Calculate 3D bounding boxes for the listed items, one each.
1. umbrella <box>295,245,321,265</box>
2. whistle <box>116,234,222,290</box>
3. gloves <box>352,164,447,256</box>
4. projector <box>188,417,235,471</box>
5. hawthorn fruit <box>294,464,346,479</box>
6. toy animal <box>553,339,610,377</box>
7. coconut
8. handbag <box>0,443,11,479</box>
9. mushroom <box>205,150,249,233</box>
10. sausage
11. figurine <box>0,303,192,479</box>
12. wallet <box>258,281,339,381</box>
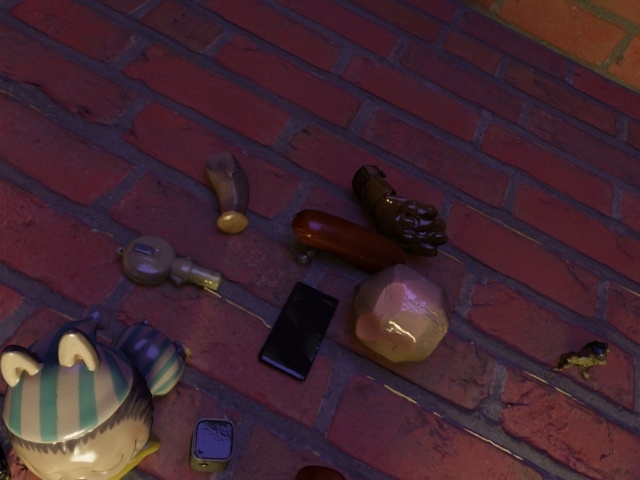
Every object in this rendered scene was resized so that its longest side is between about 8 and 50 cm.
[{"bbox_3d":[0.000,0.000,1.548,0.046,0.050,0.188,22,47,35],"label":"umbrella"},{"bbox_3d":[-0.364,0.060,1.369,0.257,0.067,0.126,20,52,-8],"label":"whistle"},{"bbox_3d":[0.213,-0.076,1.614,0.141,0.154,0.331,-12,53,-44],"label":"gloves"},{"bbox_3d":[-0.219,0.413,1.150,0.083,0.082,0.083,8,53,-13],"label":"projector"},{"bbox_3d":[0.000,0.512,1.138,0.128,0.128,0.128,9,53,-13],"label":"hawthorn fruit"},{"bbox_3d":[0.712,0.330,1.549,0.219,0.069,0.086,-7,37,-29],"label":"toy animal"},{"bbox_3d":[0.186,0.168,1.382,0.230,0.227,0.227,33,51,-1],"label":"coconut"},{"bbox_3d":[-0.644,0.410,1.023,0.139,0.072,0.115,-28,69,-19],"label":"handbag"},{"bbox_3d":[-0.242,-0.137,1.537,0.108,0.096,0.247,13,51,-42],"label":"mushroom"},{"bbox_3d":[0.085,0.006,1.506,0.348,0.094,0.097,24,53,-22],"label":"sausage"},{"bbox_3d":[-0.385,0.244,1.030,0.266,0.378,0.361,30,53,4],"label":"figurine"},{"bbox_3d":[-0.050,0.217,1.388,0.124,0.025,0.244,26,53,0],"label":"wallet"}]
